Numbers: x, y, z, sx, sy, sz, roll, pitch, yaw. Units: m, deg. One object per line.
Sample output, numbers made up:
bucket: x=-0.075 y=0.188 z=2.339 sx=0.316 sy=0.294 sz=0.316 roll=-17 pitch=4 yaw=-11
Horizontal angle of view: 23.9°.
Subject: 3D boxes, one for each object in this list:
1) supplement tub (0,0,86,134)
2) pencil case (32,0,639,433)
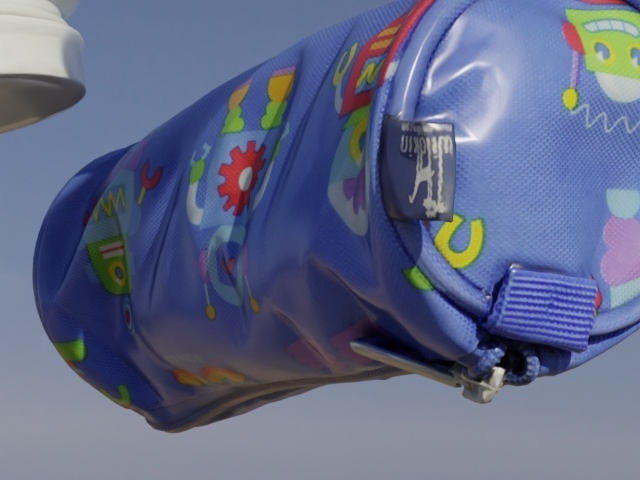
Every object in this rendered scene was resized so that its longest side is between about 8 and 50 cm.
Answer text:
supplement tub: x=-0.160 y=-0.138 z=0.530 sx=0.144 sy=0.200 sz=0.144 roll=-12 pitch=-5 yaw=-1
pencil case: x=0.000 y=0.000 z=0.537 sx=0.119 sy=0.133 sz=0.306 roll=21 pitch=-19 yaw=-26
